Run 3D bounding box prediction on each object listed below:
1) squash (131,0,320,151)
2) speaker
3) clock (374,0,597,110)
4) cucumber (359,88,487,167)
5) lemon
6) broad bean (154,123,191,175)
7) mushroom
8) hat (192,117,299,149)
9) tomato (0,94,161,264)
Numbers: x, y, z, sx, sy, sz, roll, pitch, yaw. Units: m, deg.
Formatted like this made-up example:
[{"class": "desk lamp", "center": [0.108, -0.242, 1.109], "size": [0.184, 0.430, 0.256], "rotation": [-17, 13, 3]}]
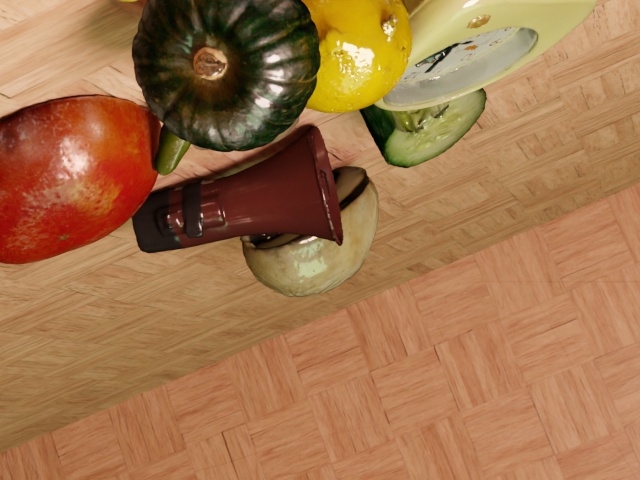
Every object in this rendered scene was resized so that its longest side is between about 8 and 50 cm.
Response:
[{"class": "squash", "center": [-0.104, -0.204, 1.426], "size": [0.218, 0.218, 0.172], "rotation": [-32, 172, 40]}, {"class": "speaker", "center": [-0.130, -0.081, 2.152], "size": [0.330, 0.198, 0.259], "rotation": [-9, -151, 13]}, {"class": "clock", "center": [0.171, -0.280, 1.747], "size": [0.286, 0.117, 0.348], "rotation": [-9, 164, -41]}, {"class": "cucumber", "center": [0.156, -0.207, 2.006], "size": [0.191, 0.130, 0.191], "rotation": [-24, 166, -6]}, {"class": "lemon", "center": [0.021, -0.238, 1.571], "size": [0.174, 0.173, 0.206], "rotation": [-17, 176, -16]}, {"class": "broad bean", "center": [-0.144, -0.179, 1.655], "size": [0.049, 0.144, 0.292], "rotation": [21, 159, -23]}, {"class": "mushroom", "center": [0.008, -0.002, 2.306], "size": [0.190, 0.164, 0.267], "rotation": [-2, -147, 39]}, {"class": "hat", "center": [-0.106, -0.161, 1.872], "size": [0.175, 0.085, 0.147], "rotation": [-31, 164, 34]}, {"class": "tomato", "center": [-0.363, -0.063, 1.762], "size": [0.338, 0.143, 0.338], "rotation": [-21, 165, -6]}]
